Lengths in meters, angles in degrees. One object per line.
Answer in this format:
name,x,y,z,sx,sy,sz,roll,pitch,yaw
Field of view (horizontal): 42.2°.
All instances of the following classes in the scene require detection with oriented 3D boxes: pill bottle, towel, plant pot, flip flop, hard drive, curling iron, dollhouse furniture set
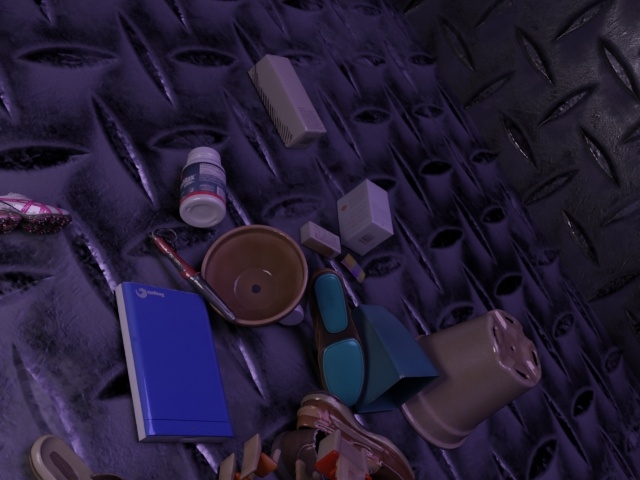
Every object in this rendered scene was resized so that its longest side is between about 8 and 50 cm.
pill bottle,-0.277,-0.130,1.957,0.108,0.108,0.180,29,39,-35
towel,0.093,0.078,2.339,0.083,0.009,0.060,49,32,-10
plant pot,-0.148,0.093,1.873,0.237,0.110,0.238,1,66,-3
flip flop,-0.356,0.416,1.354,0.277,0.080,0.112,48,14,-3
pill bottle,-0.073,0.122,2.008,0.087,0.087,0.160,32,38,-31
hard drive,-0.291,0.243,1.653,0.210,0.040,0.319,15,49,-45
curling iron,-0.272,0.069,1.790,0.274,0.035,0.068,46,29,13
dollhouse furniture set,-0.032,0.484,1.567,0.262,0.259,0.135,40,25,-19
plant pot,0.146,0.285,2.081,0.165,0.165,0.234,9,45,-49
plant pot,0.404,0.346,2.218,0.333,0.305,0.334,34,37,-30

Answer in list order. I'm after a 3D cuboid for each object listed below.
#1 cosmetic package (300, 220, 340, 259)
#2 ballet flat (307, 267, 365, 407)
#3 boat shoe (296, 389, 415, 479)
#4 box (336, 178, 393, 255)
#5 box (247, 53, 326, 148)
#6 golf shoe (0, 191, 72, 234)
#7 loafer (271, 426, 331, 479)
cosmetic package,0.000,0.000,2.260,0.115,0.041,0.060,30,40,-34
ballet flat,0.028,0.227,1.996,0.124,0.116,0.343,-155,-129,-75
boat shoe,0.067,0.477,1.849,0.324,0.122,0.120,41,39,-7
box,0.128,-0.067,2.406,0.091,0.130,0.171,29,40,-33
box,-0.100,-0.412,2.464,0.113,0.094,0.275,-5,64,-55
golf shoe,-0.555,-0.059,1.564,0.186,0.067,0.086,4,56,-51
loafer,0.047,0.541,1.735,0.366,0.130,0.134,50,32,-8
